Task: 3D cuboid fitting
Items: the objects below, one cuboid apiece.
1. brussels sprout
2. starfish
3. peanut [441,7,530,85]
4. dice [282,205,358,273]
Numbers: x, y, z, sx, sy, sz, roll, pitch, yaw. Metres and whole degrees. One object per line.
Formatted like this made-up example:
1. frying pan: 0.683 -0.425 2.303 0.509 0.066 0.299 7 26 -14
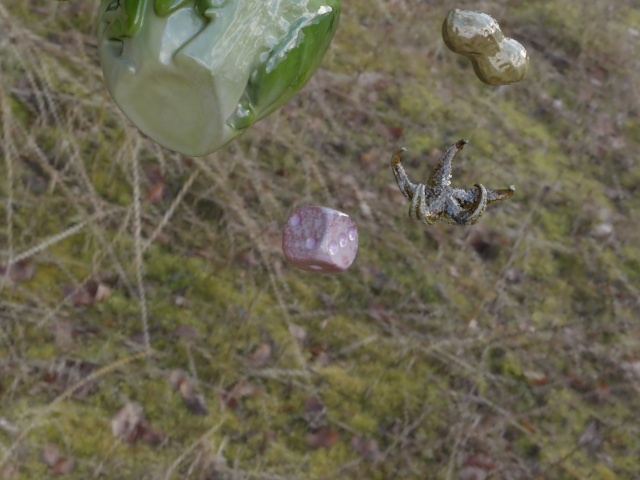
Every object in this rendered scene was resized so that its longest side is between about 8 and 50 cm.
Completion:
1. brussels sprout: -0.125 -0.271 1.334 0.289 0.281 0.354 -7 47 31
2. starfish: 0.206 -0.088 1.712 0.190 0.074 0.146 1 52 -14
3. peanut: 0.259 -0.303 1.727 0.193 0.089 0.089 32 25 -34
4. dice: 0.000 0.000 1.752 0.094 0.091 0.093 -2 -19 36
